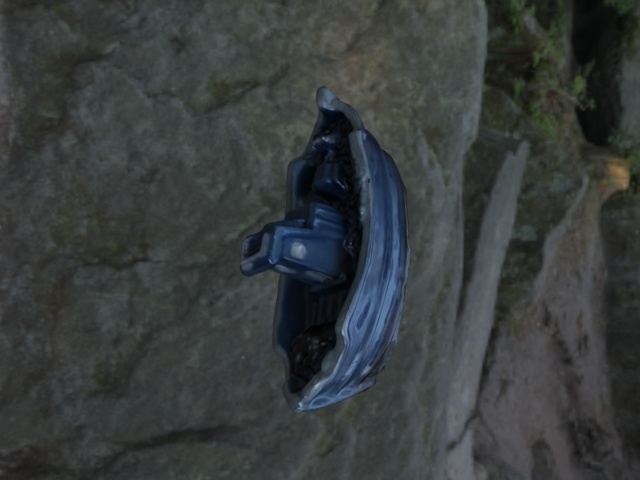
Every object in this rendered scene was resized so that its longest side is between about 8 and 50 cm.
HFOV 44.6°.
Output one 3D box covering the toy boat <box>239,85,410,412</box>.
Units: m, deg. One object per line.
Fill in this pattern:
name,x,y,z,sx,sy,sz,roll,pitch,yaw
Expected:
toy boat,0.000,0.000,0.696,0.143,0.129,0.309,22,63,-36
